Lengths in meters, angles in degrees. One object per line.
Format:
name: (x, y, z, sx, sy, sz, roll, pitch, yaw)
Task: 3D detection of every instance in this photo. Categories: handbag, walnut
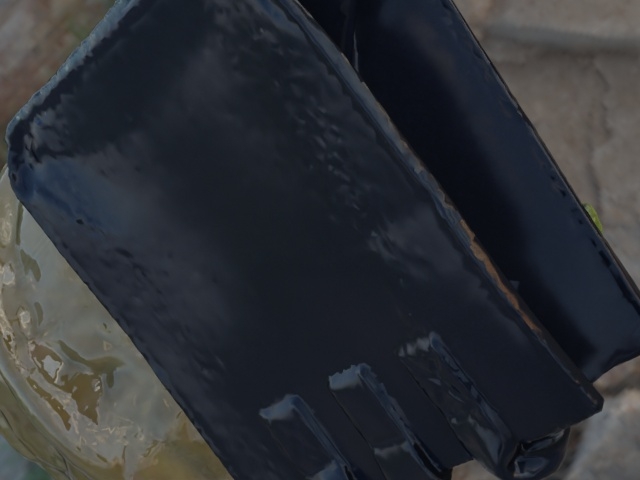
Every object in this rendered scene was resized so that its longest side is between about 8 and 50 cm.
handbag: (0.000, 0.000, 0.888, 0.122, 0.329, 0.303, -36, 2, -39)
walnut: (-0.119, 0.062, 1.298, 0.381, 0.381, 0.381, -25, 41, 24)
